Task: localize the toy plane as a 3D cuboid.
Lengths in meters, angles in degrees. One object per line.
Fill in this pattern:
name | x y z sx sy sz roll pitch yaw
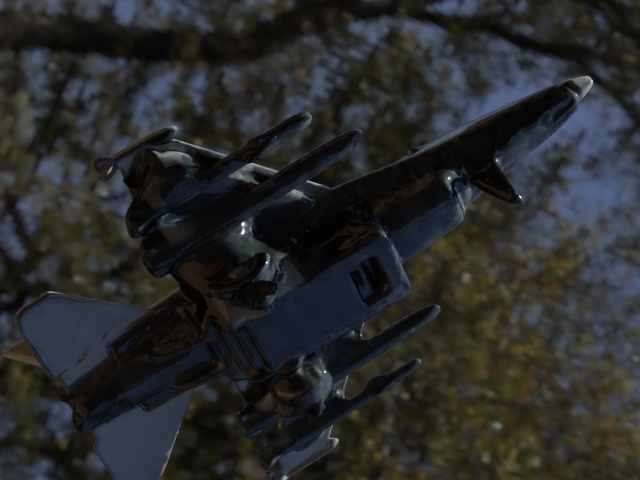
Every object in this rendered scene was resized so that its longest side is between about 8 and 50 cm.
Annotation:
toy plane | -0.001 0.011 0.671 0.234 0.160 0.082 -25 -145 1
